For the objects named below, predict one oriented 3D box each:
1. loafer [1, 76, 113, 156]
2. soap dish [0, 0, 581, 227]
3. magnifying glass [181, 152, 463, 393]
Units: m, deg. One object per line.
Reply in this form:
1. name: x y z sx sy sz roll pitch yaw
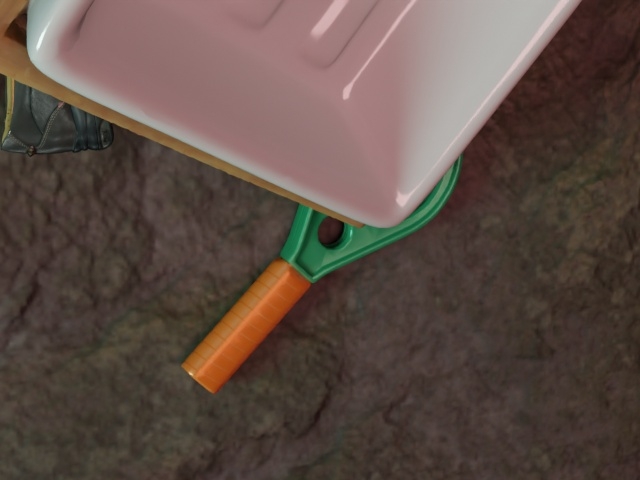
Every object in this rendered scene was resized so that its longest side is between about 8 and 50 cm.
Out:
1. loafer: -0.154 -0.124 0.634 0.061 0.062 0.170 -13 108 -13
2. soap dish: -0.008 -0.143 0.594 0.290 0.118 0.229 22 111 -49
3. magnifying glass: 0.000 0.000 0.753 0.092 0.026 0.231 43 85 -26
